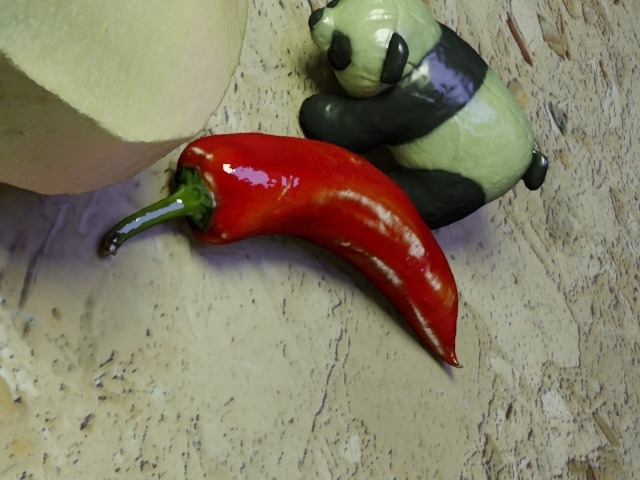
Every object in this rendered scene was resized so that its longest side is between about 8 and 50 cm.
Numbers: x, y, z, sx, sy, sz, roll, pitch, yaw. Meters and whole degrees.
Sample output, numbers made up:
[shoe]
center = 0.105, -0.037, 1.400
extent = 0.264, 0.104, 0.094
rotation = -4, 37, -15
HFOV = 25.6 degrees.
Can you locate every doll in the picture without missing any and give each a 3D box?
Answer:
[doll]
center = 0.079, -0.117, 1.169
extent = 0.234, 0.135, 0.143
rotation = 47, 44, -19

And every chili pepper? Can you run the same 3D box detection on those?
[chili pepper]
center = 0.005, -0.005, 1.081
extent = 0.368, 0.092, 0.137
rotation = 20, 76, -37

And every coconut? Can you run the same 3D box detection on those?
[coconut]
center = -0.161, -0.160, 0.839
extent = 0.259, 0.259, 0.259
rotation = 20, 62, -41
